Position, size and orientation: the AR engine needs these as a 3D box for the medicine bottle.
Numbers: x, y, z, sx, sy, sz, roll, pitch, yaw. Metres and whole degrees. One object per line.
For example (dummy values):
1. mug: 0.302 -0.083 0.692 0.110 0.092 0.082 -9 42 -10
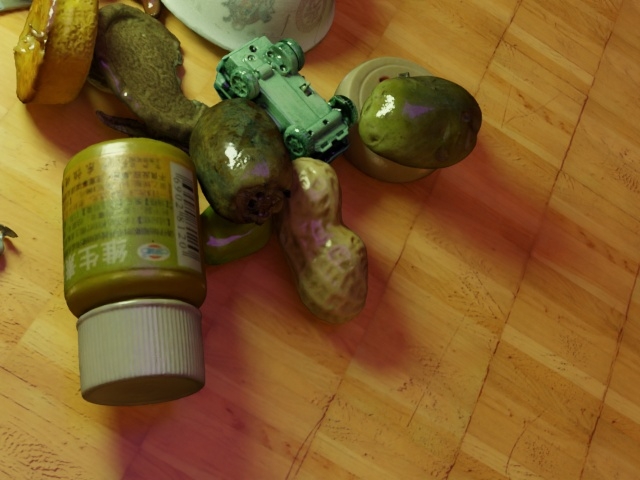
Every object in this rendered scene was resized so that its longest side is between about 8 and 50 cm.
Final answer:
1. medicine bottle: -0.291 0.053 1.369 0.224 0.224 0.384 0 67 -22

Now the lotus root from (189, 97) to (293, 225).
1. lotus root: -0.141 -0.148 1.500 0.160 0.152 0.275 -7 37 -18

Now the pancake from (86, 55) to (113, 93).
1. pancake: -0.386 -0.336 1.624 0.152 0.025 0.151 9 58 -14

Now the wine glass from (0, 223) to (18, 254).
1. wine glass: -0.529 0.014 1.396 0.042 0.039 0.083 27 60 5

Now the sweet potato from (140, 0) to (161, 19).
1. sweet potato: -0.372 -0.516 1.708 0.058 0.055 0.202 -34 84 12

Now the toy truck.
1. toy truck: -0.068 -0.255 1.646 0.279 0.156 0.155 48 58 4

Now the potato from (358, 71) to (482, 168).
1. potato: 0.193 -0.228 1.633 0.228 0.148 0.197 22 48 -11

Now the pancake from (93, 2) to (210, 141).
1. pancake: -0.306 -0.311 1.593 0.286 0.033 0.288 37 35 -27

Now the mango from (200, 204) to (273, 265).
1. mango: -0.160 -0.024 1.538 0.163 0.089 0.117 -19 71 -29

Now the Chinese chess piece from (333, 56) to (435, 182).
1. Chinese chess piece: 0.150 -0.247 1.765 0.273 0.102 0.273 9 63 -19

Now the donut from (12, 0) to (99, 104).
1. donut: -0.461 -0.354 1.488 0.118 0.253 0.253 6 64 -30

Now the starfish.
1. starfish: -0.306 -0.190 1.580 0.213 0.057 0.238 14 43 -22

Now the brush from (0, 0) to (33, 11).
1. brush: -0.599 -0.437 1.593 0.336 0.020 0.085 -23 77 -30

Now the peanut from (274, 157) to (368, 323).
1. peanut: 0.000 0.000 1.548 0.147 0.147 0.305 -19 84 -29

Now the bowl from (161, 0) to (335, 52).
1. bowl: -0.123 -0.598 1.740 0.435 0.196 0.434 14 57 -22
